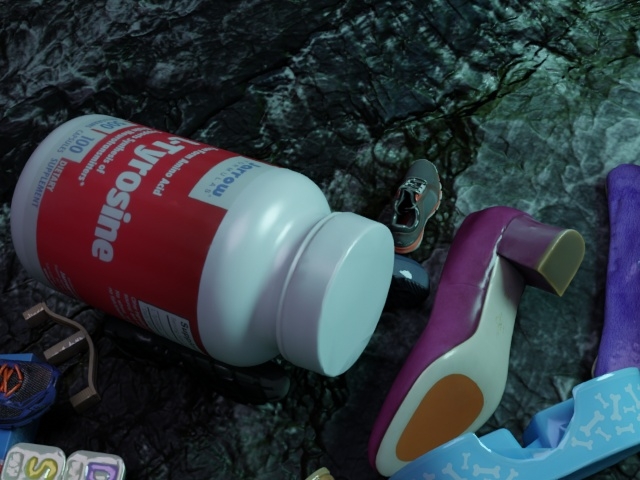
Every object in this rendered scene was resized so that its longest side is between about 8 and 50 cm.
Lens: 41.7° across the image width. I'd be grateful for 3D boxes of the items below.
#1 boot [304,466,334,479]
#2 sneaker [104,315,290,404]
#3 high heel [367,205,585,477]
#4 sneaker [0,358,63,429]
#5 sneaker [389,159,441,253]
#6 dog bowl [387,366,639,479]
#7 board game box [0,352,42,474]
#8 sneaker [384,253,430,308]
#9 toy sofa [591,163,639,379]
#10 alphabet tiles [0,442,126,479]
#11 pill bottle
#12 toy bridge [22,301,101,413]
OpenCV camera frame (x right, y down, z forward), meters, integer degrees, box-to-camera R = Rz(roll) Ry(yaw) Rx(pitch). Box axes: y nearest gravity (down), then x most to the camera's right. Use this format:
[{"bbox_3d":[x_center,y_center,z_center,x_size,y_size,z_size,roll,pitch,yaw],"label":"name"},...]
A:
[{"bbox_3d":[0.008,0.356,0.890,0.152,0.073,0.197,23,68,22],"label":"boot"},{"bbox_3d":[-0.149,0.122,1.069,0.267,0.101,0.106,18,58,22],"label":"sneaker"},{"bbox_3d":[0.155,0.114,1.037,0.377,0.127,0.181,-45,30,-16],"label":"high heel"},{"bbox_3d":[-0.417,0.173,1.011,0.221,0.087,0.083,-3,54,9],"label":"sneaker"},{"bbox_3d":[0.131,-0.059,1.165,0.061,0.065,0.158,7,56,16],"label":"sneaker"},{"bbox_3d":[0.218,0.230,0.885,0.297,0.166,0.074,-21,65,-5],"label":"dog bowl"},{"bbox_3d":[-0.523,0.266,1.059,0.316,0.064,0.242,-4,54,8],"label":"board game box"},{"bbox_3d":[0.000,0.000,1.120,0.319,0.112,0.131,11,60,17],"label":"sneaker"},{"bbox_3d":[0.430,0.011,1.001,0.177,0.150,0.363,7,56,15],"label":"toy sofa"},{"bbox_3d":[-0.312,0.366,0.919,0.278,0.021,0.284,9,58,-3],"label":"alphabet tiles"},{"bbox_3d":[-0.134,0.007,0.974,0.407,0.229,0.229,18,60,24],"label":"pill bottle"},{"bbox_3d":[-0.340,0.145,1.135,0.063,0.026,0.188,-32,54,-15],"label":"toy bridge"}]
